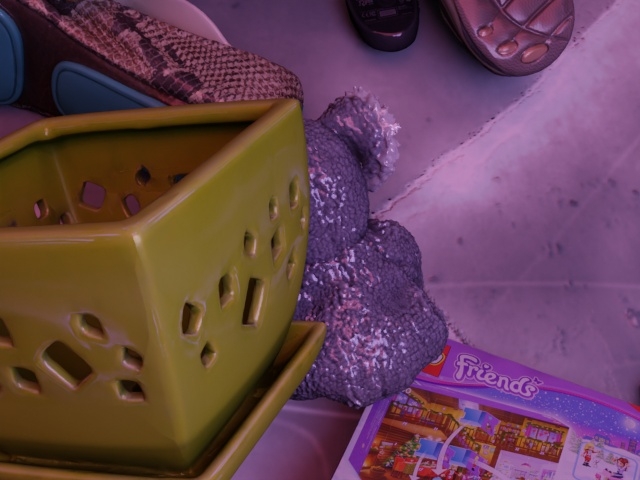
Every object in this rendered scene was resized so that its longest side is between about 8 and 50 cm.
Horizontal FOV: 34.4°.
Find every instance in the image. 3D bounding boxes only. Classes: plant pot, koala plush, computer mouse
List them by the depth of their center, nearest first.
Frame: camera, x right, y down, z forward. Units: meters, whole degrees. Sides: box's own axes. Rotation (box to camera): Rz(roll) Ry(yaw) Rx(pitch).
[{"bbox_3d":[-0.131,0.042,0.679,0.227,0.228,0.207,-1,115,25],"label":"plant pot"},{"bbox_3d":[0.000,0.000,0.824,0.196,0.203,0.221,-19,113,-10],"label":"koala plush"},{"bbox_3d":[0.051,-0.290,1.046,0.071,0.041,0.242,-9,67,0],"label":"computer mouse"}]

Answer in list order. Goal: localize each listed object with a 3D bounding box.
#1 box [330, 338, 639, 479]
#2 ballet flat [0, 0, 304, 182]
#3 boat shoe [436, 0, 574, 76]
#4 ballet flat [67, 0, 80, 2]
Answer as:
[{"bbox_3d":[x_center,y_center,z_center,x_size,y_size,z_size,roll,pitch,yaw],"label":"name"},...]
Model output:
[{"bbox_3d":[0.168,0.198,0.824,0.293,0.057,0.201,19,46,13],"label":"box"},{"bbox_3d":[-0.238,-0.190,0.957,0.482,0.164,0.182,23,52,-1],"label":"ballet flat"},{"bbox_3d":[0.116,-0.313,0.980,0.132,0.130,0.356,-22,90,-5],"label":"boat shoe"},{"bbox_3d":[-0.168,-0.331,0.946,0.123,0.123,0.349,22,47,4],"label":"ballet flat"}]
